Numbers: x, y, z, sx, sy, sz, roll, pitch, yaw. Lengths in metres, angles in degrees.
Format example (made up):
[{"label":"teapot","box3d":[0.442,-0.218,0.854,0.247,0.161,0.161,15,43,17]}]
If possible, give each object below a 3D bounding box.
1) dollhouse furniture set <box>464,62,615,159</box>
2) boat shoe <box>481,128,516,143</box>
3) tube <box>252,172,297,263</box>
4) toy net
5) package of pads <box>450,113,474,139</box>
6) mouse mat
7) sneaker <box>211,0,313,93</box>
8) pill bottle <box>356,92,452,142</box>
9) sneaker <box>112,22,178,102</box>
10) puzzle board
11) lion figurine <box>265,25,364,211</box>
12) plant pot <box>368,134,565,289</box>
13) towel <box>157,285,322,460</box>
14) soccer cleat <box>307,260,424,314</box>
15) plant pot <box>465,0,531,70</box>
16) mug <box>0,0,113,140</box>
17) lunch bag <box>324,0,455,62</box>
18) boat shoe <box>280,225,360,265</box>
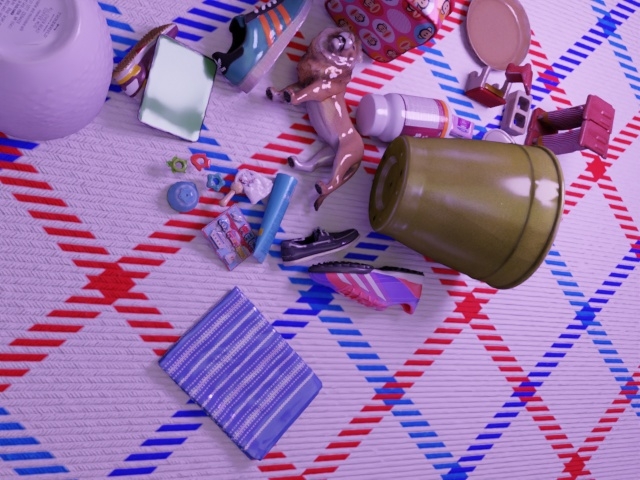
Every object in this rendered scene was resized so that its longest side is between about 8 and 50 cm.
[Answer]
[{"label":"dollhouse furniture set","box3d":[0.598,-0.346,1.488,0.374,0.201,0.152,19,82,-24]},{"label":"boat shoe","box3d":[0.547,-0.168,1.538,0.112,0.095,0.335,-30,101,15]},{"label":"tube","box3d":[-0.108,-0.051,1.239,0.052,0.080,0.207,15,78,19]},{"label":"toy net","box3d":[-0.222,-0.131,1.197,0.232,0.045,0.122,-7,91,-26]},{"label":"package of pads","box3d":[0.379,-0.311,1.480,0.083,0.032,0.050,14,86,-24]},{"label":"mouse mat","box3d":[-0.299,-0.318,1.143,0.152,0.007,0.190,16,88,-47]},{"label":"sneaker","box3d":[-0.125,-0.483,1.205,0.121,0.108,0.302,37,77,-25]},{"label":"pill bottle","box3d":[0.208,-0.303,1.352,0.221,0.121,0.121,0,90,-25]},{"label":"sneaker","box3d":[-0.350,-0.374,1.131,0.185,0.069,0.084,-55,133,-19]},{"label":"puzzle board","box3d":[-0.195,-0.005,1.202,0.096,0.011,0.128,-41,126,-19]},{"label":"lion figurine","box3d":[0.025,-0.289,1.278,0.240,0.142,0.392,-27,115,-30]},{"label":"plant pot","box3d":[0.317,-0.094,1.303,0.352,0.366,0.367,13,85,-13]},{"label":"towel","box3d":[-0.168,0.306,1.223,0.243,0.040,0.336,-45,107,-19]},{"label":"soccer cleat","box3d":[0.115,0.116,1.321,0.318,0.108,0.117,8,91,-27]},{"label":"plant pot","box3d":[0.501,-0.597,1.537,0.236,0.032,0.237,0,91,-25]},{"label":"mug","box3d":[-0.523,-0.295,0.899,0.276,0.328,0.374,43,73,-18]},{"label":"lunch bag","box3d":[0.133,-0.545,1.226,0.258,0.293,0.120,37,80,-21]},{"label":"boat shoe","box3d":[0.000,0.000,1.282,0.206,0.075,0.065,-20,101,-19]}]
